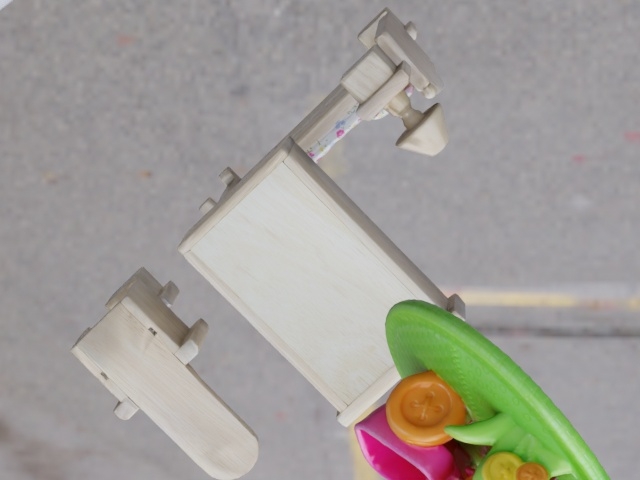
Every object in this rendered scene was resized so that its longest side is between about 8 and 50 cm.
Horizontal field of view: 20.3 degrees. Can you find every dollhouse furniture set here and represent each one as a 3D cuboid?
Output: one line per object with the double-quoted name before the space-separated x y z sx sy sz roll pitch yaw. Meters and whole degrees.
"dollhouse furniture set" 0.000 0.000 1.374 0.303 0.174 0.355 -43 -173 13

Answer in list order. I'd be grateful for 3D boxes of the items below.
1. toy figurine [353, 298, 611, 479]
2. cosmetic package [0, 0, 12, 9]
"toy figurine" 0.026 0.131 0.621 0.173 0.159 0.130 41 161 32
"cosmetic package" -0.322 -0.332 1.144 0.329 0.393 0.327 -35 -177 10
